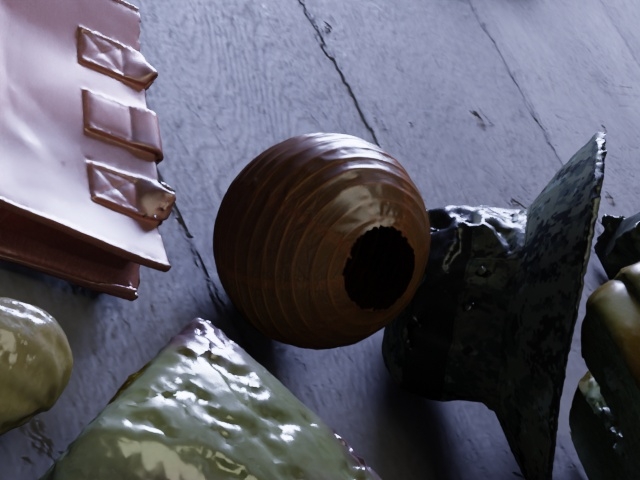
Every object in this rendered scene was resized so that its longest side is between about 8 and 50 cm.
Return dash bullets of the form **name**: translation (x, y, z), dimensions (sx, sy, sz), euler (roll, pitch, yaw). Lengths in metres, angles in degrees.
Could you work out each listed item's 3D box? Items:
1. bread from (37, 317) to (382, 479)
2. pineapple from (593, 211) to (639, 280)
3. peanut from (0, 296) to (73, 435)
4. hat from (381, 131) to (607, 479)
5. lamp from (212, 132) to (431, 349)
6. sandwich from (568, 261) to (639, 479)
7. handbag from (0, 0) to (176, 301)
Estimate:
- **bread**: translation (0.001, 0.208, 0.915), dimensions (0.338, 0.155, 0.187), euler (46, 28, -2)
- **pineapple**: translation (0.324, 0.055, 1.525), dimensions (0.237, 0.111, 0.119), euler (39, 3, -4)
- **peanut**: translation (-0.204, 0.055, 0.907), dimensions (0.187, 0.082, 0.082), euler (20, 42, -37)
- **hat**: translation (0.108, 0.044, 1.225), dimensions (0.128, 0.265, 0.265), euler (8, 38, 3)
- **lamp**: translation (0.000, 0.000, 1.156), dimensions (0.136, 0.136, 0.136), euler (31, 36, -26)
- **sandwich**: translation (0.244, 0.153, 1.187), dimensions (0.273, 0.095, 0.249), euler (81, -12, -62)
- **handbag**: translation (-0.165, -0.074, 1.107), dimensions (0.157, 0.059, 0.212), euler (21, 43, -35)
